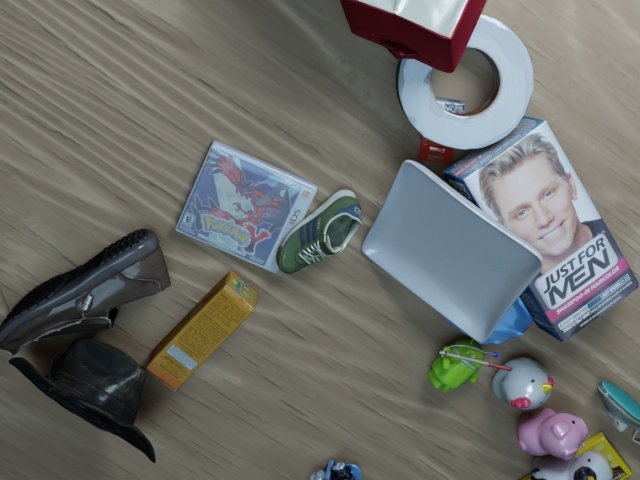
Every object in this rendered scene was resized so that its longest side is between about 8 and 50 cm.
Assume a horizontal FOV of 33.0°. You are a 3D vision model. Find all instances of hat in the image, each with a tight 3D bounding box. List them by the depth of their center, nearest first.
[{"bbox_3d":[-0.395,0.263,1.967,0.331,0.331,0.134,39,70,-12],"label":"hat"}]

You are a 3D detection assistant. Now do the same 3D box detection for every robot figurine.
[{"bbox_3d":[0.251,0.226,1.982,0.101,0.067,0.115,30,113,-38],"label":"robot figurine"}]

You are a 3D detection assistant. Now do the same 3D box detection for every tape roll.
[{"bbox_3d":[0.233,-0.259,1.760,0.219,0.072,0.219,0,101,2],"label":"tape roll"}]

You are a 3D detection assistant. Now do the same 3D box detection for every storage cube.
[{"bbox_3d":[0.152,-0.386,1.618,0.183,0.193,0.215,25,88,9],"label":"storage cube"}]

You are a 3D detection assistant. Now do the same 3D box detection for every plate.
[{"bbox_3d":[0.220,0.015,1.816,0.278,0.045,0.277,38,144,11],"label":"plate"}]

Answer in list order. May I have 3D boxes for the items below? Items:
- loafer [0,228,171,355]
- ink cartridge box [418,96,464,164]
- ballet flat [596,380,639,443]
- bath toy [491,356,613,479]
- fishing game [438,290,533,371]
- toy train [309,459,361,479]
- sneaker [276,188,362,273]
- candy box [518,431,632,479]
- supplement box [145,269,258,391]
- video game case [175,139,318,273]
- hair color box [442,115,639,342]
[{"bbox_3d":[-0.424,0.121,1.938,0.365,0.134,0.130,-28,108,14],"label":"loafer"},{"bbox_3d":[0.204,-0.183,1.837,0.062,0.029,0.115,8,112,0],"label":"ink cartridge box"},{"bbox_3d":[0.587,0.339,2.011,0.213,0.072,0.068,31,115,-10],"label":"ballet flat"},{"bbox_3d":[0.432,0.377,1.986,0.151,0.129,0.348,-24,102,13],"label":"bath toy"},{"bbox_3d":[0.301,0.094,1.929,0.189,0.041,0.264,12,96,-2],"label":"fishing game"},{"bbox_3d":[0.041,0.515,2.109,0.105,0.080,0.184,-15,111,15],"label":"toy train"},{"bbox_3d":[0.000,0.000,1.881,0.064,0.086,0.192,35,107,-34],"label":"sneaker"},{"bbox_3d":[0.486,0.461,2.089,0.206,0.027,0.105,-35,103,16],"label":"candy box"},{"bbox_3d":[-0.216,0.166,1.977,0.080,0.078,0.233,38,110,-12],"label":"supplement box"},{"bbox_3d":[-0.131,-0.057,1.910,0.201,0.023,0.183,24,111,-6],"label":"video game case"},{"bbox_3d":[0.375,-0.019,1.831,0.174,0.105,0.347,-36,107,-5],"label":"hair color box"}]
